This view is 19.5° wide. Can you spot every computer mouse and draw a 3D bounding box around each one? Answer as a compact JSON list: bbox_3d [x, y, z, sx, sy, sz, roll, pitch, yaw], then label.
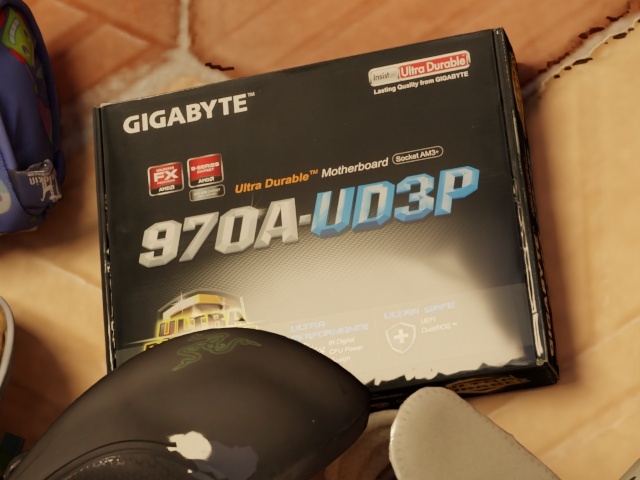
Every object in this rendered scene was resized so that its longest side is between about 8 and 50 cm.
[{"bbox_3d":[-0.103,0.103,0.818,0.272,0.188,0.072,-27,96,28],"label":"computer mouse"}]

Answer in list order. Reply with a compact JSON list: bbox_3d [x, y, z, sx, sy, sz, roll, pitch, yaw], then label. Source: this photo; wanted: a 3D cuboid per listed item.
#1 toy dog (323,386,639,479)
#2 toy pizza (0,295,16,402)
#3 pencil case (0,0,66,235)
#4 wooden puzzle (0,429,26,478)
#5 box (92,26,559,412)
[{"bbox_3d":[0.061,0.143,0.734,0.220,0.161,0.334,19,40,18],"label":"toy dog"},{"bbox_3d":[-0.233,0.096,0.919,0.201,0.032,0.201,-31,30,20],"label":"toy pizza"},{"bbox_3d":[-0.278,-0.036,0.988,0.306,0.119,0.133,-14,115,11],"label":"pencil case"},{"bbox_3d":[-0.184,0.119,0.974,0.083,0.006,0.049,18,80,20],"label":"wooden puzzle"},{"bbox_3d":[0.000,0.000,0.933,0.220,0.051,0.175,-9,72,13],"label":"box"}]
